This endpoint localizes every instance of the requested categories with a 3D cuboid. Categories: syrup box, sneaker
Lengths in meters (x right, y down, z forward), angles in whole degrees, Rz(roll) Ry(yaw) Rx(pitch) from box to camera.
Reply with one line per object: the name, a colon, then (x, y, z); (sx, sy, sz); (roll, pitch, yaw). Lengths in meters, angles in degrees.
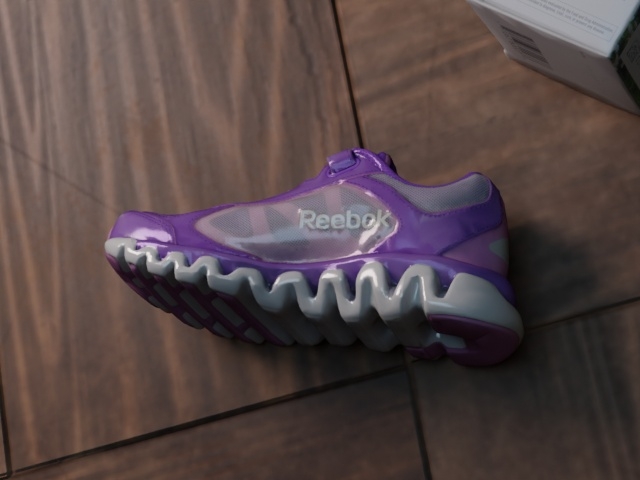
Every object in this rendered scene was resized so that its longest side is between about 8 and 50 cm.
syrup box: (0.182, -0.196, 0.919); (0.096, 0.093, 0.237); (28, 87, 27)
sneaker: (0.000, 0.000, 0.943); (0.236, 0.095, 0.104); (5, 70, 19)
